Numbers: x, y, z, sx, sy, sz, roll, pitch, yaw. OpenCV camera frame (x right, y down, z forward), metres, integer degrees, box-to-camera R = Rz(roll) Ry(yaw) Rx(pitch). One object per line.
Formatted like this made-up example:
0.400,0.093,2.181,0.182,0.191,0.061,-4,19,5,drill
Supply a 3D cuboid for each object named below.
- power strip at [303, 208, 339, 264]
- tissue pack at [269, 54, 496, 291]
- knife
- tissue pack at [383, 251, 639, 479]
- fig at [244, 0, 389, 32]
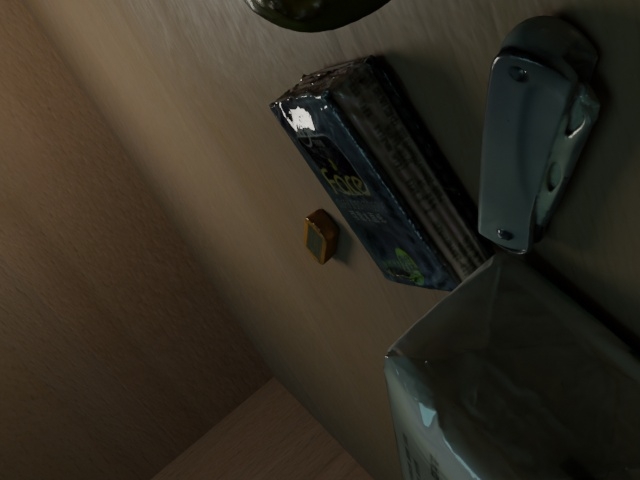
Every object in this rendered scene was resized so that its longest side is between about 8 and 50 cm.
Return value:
0.000,0.000,1.320,0.049,0.028,0.178,48,166,12,power strip
0.059,-0.060,0.861,0.235,0.073,0.173,55,165,-17,tissue pack
0.150,-0.059,0.630,0.073,0.040,0.265,35,162,19,knife
0.207,0.214,0.835,0.266,0.194,0.356,45,164,28,tissue pack
-0.003,-0.200,0.543,0.144,0.154,0.165,17,-140,-20,fig
